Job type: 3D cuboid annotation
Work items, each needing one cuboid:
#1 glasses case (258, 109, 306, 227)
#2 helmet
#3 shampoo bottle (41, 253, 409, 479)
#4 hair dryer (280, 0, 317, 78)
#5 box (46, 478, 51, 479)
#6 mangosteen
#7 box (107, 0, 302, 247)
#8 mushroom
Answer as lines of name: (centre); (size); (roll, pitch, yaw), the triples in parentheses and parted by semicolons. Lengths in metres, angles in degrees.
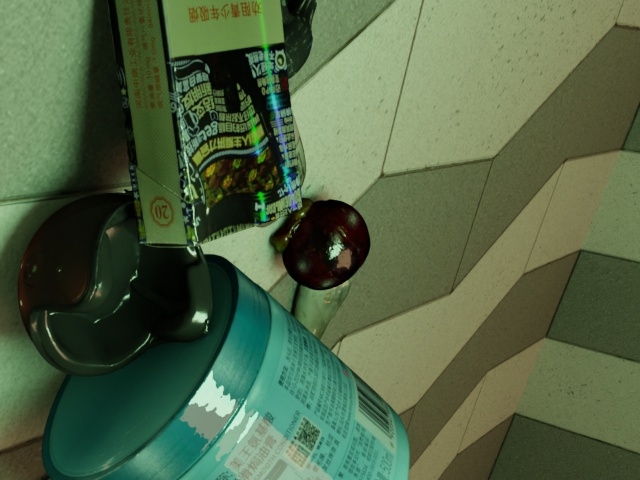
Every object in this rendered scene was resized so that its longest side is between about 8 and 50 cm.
glasses case: (-0.085, -0.127, 1.411); (0.122, 0.075, 0.314); (-50, 154, -18)
helmet: (-0.235, 0.046, 1.182); (0.189, 0.193, 0.216); (22, 100, -46)
shampoo bottle: (-0.108, 0.247, 1.331); (0.342, 0.331, 0.331); (43, 77, -27)
hair dryer: (-0.054, -0.313, 1.257); (0.195, 0.075, 0.219); (-72, 156, -51)
box: (-0.405, 0.401, 1.442); (0.198, 0.029, 0.109); (-27, 125, -49)
mangosteen: (0.000, 0.000, 1.667); (0.152, 0.152, 0.152); (-43, 152, -30)
box: (-0.119, -0.164, 1.140); (0.198, 0.084, 0.310); (-22, 111, -53)
mushroom: (-0.022, 0.143, 1.853); (0.223, 0.081, 0.092); (-63, 174, 16)
